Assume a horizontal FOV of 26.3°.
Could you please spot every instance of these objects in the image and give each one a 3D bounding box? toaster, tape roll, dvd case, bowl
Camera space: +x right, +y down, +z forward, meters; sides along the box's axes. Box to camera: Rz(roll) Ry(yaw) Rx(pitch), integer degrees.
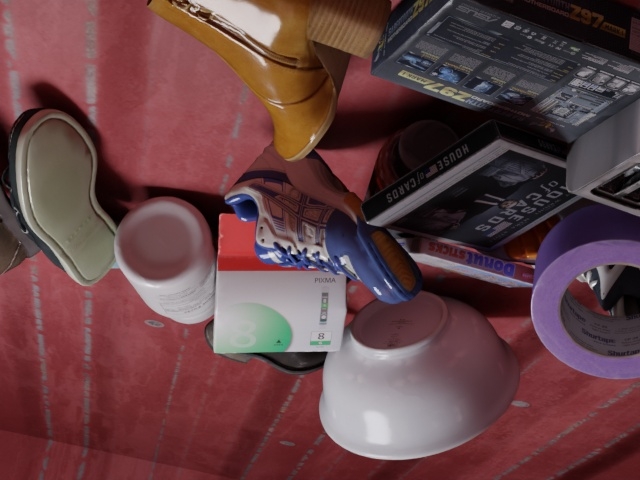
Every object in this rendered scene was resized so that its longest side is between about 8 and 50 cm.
[{"bbox_3d":[0.360,-0.090,1.365,0.168,0.110,0.186,17,157,-18],"label":"toaster"},{"bbox_3d":[0.331,0.057,1.523,0.189,0.080,0.189,6,125,9],"label":"tape roll"},{"bbox_3d":[0.182,-0.053,1.457,0.179,0.029,0.239,-33,152,31],"label":"dvd case"},{"bbox_3d":[0.125,0.163,1.947,0.298,0.298,0.134,-1,124,27],"label":"bowl"}]

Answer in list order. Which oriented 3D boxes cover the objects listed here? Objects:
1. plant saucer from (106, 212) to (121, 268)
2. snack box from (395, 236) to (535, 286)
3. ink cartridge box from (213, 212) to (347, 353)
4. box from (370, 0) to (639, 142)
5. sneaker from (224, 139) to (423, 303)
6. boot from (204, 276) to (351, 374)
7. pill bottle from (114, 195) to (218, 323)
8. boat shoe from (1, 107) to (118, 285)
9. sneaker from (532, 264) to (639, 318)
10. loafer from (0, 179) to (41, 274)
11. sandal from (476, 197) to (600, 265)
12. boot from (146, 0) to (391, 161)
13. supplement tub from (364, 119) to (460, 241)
[{"bbox_3d":[-0.342,-0.013,1.979,0.195,0.037,0.195,10,157,4],"label":"plant saucer"},{"bbox_3d":[0.171,0.027,1.580,0.178,0.022,0.064,15,170,-28],"label":"snack box"},{"bbox_3d":[-0.052,0.062,1.849,0.181,0.056,0.224,0,136,-7],"label":"ink cartridge box"},{"bbox_3d":[0.189,-0.179,1.296,0.233,0.059,0.183,17,157,-17],"label":"box"},{"bbox_3d":[0.000,0.000,1.529,0.112,0.131,0.296,49,179,-44],"label":"sneaker"},{"bbox_3d":[-0.021,0.100,1.997,0.263,0.091,0.229,7,142,-40],"label":"boot"},{"bbox_3d":[-0.199,0.037,1.904,0.131,0.131,0.229,8,162,8],"label":"pill bottle"},{"bbox_3d":[-0.348,-0.068,1.749,0.113,0.127,0.340,33,162,23],"label":"boat shoe"},{"bbox_3d":[0.344,0.053,1.663,0.235,0.153,0.094,-11,148,42],"label":"sneaker"},{"bbox_3d":[-0.478,-0.045,1.762,0.134,0.130,0.366,33,163,31],"label":"loafer"},{"bbox_3d":[0.299,-0.010,1.601,0.265,0.102,0.076,-1,153,23],"label":"sandal"},{"bbox_3d":[-0.070,-0.195,1.346,0.211,0.104,0.295,20,152,-8],"label":"boot"},{"bbox_3d":[0.109,-0.063,1.555,0.106,0.106,0.198,11,159,-1],"label":"supplement tub"}]
